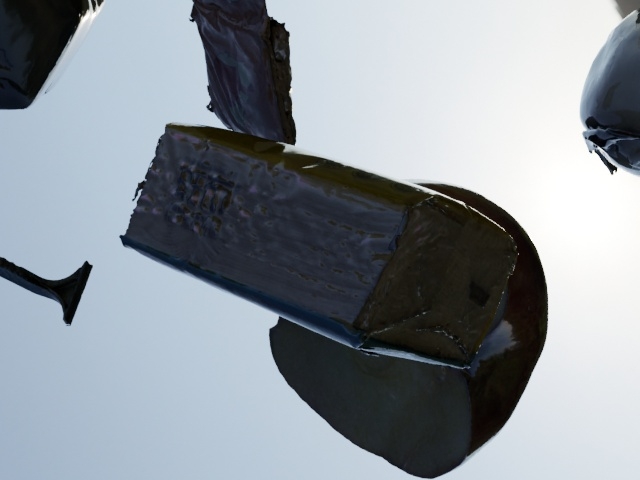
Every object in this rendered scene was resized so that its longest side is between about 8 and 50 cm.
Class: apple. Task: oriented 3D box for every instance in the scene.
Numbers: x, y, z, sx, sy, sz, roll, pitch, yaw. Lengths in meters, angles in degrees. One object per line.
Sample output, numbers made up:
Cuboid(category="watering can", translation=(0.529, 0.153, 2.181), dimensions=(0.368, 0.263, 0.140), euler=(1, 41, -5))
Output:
Cuboid(category="apple", translation=(0.097, 0.094, 1.531), dimensions=(0.329, 0.365, 0.295), euler=(-63, -37, -15))

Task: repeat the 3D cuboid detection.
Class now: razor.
Cuboid(category="razor", translation=(-0.300, 0.015, 1.094), dimensions=(0.190, 0.033, 0.066), euler=(26, -124, -20))

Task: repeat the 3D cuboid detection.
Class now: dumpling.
Cuboid(category="dumpling", translation=(0.314, -0.152, 1.138), dimensions=(0.293, 0.163, 0.204), euler=(-79, -19, -83))

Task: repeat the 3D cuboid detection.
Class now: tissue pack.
Cuboid(category="tissue pack", translation=(0.000, 0.000, 1.024), dimensions=(0.271, 0.134, 0.192), euler=(21, -178, 35))

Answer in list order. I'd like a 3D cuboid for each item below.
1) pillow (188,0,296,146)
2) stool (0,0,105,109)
Cuboid(category="pillow", translation=(-0.079, -0.212, 1.205), dimensions=(0.049, 0.135, 0.248), euler=(-26, -60, -33))
Cuboid(category="stool", translation=(-0.342, -0.247, 1.264), dimensions=(0.232, 0.232, 0.141), euler=(51, -165, -12))
